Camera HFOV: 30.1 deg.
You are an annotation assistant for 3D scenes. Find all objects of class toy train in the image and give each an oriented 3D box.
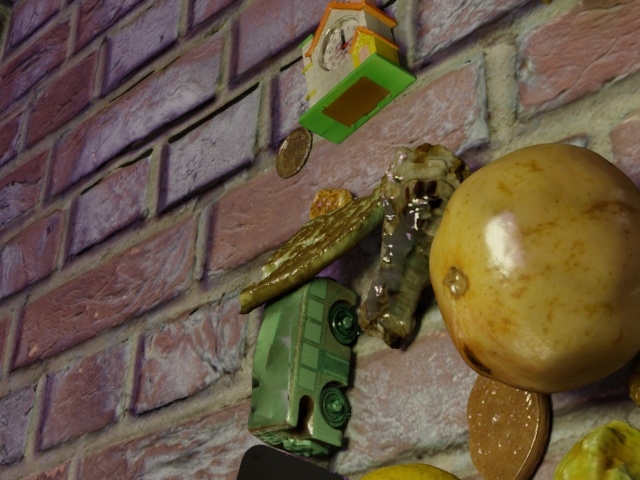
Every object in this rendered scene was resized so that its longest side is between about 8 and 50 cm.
[{"bbox_3d":[-0.028,0.204,2.033,0.129,0.159,0.326,-18,55,43],"label":"toy train"}]

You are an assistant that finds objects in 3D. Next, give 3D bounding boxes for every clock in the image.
[{"bbox_3d":[0.052,-0.355,2.297,0.220,0.106,0.255,-38,43,33],"label":"clock"}]

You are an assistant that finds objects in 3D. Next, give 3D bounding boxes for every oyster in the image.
[{"bbox_3d":[0.144,0.008,1.936,0.198,0.133,0.337,34,114,28],"label":"oyster"}]

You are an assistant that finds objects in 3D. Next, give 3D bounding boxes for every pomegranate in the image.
[{"bbox_3d":[0.319,0.041,1.580,0.342,0.342,0.342,-29,49,40],"label":"pomegranate"}]

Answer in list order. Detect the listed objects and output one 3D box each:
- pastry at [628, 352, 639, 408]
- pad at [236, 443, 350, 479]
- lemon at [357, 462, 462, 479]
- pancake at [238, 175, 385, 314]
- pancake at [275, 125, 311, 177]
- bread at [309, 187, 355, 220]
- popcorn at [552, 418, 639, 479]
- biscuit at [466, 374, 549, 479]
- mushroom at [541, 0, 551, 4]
[{"bbox_3d":[0.445,0.182,1.526,0.097,0.057,0.109,-9,61,56],"label":"pastry"},{"bbox_3d":[-0.037,0.549,1.941,0.315,0.063,0.375,15,89,37],"label":"pad"},{"bbox_3d":[0.122,0.424,1.653,0.253,0.228,0.228,-18,56,54],"label":"lemon"},{"bbox_3d":[0.003,0.004,2.065,0.377,0.054,0.197,-35,20,-4],"label":"pancake"},{"bbox_3d":[-0.054,-0.179,2.412,0.115,0.011,0.114,-27,52,41],"label":"pancake"},{"bbox_3d":[0.021,-0.055,2.217,0.111,0.044,0.083,-1,73,54],"label":"bread"},{"bbox_3d":[0.396,0.334,1.370,0.276,0.276,0.225,-57,0,12],"label":"popcorn"},{"bbox_3d":[0.271,0.261,1.723,0.142,0.029,0.220,-34,45,38],"label":"biscuit"},{"bbox_3d":[0.409,-0.494,1.844,0.283,0.195,0.263,-51,27,-8],"label":"mushroom"}]
